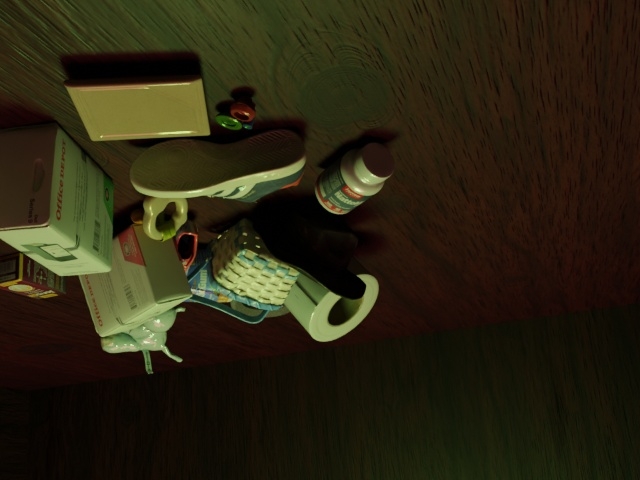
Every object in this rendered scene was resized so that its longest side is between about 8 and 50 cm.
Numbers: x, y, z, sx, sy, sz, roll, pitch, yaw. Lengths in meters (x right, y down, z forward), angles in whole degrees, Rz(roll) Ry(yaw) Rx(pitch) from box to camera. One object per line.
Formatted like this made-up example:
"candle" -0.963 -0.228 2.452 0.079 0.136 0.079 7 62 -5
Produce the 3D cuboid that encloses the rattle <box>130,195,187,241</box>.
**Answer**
"rattle" -0.386 -0.101 1.691 0.130 0.143 0.200 -34 147 -11

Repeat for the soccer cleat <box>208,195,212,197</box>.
"soccer cleat" -0.236 -0.117 1.684 0.035 0.029 0.083 7 163 -43

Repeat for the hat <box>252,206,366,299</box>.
"hat" 0.000 0.000 1.859 0.331 0.331 0.134 18 109 -49

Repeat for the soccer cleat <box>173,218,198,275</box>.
"soccer cleat" -0.362 0.062 1.886 0.083 0.248 0.095 6 -158 -28

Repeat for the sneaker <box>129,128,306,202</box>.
"sneaker" -0.199 -0.127 1.501 0.349 0.131 0.148 -5 157 0

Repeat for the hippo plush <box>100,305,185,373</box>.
"hippo plush" -0.569 0.257 2.355 0.234 0.294 0.236 -19 163 -35

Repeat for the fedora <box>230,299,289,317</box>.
"fedora" -0.157 0.126 2.264 0.243 0.124 0.275 -3 153 -14

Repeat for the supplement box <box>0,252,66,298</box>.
"supplement box" -0.821 0.103 2.101 0.104 0.081 0.188 -12 160 20

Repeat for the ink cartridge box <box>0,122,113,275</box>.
"ink cartridge box" -0.518 -0.072 1.465 0.121 0.211 0.289 -5 160 5

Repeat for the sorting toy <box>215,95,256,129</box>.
"sorting toy" -0.146 -0.235 1.355 0.061 0.042 0.102 26 160 -29

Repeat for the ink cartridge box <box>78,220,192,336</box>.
"ink cartridge box" -0.472 0.099 1.868 0.283 0.207 0.117 -28 168 41

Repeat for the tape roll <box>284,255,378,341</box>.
"tape roll" 0.022 0.143 2.121 0.246 0.169 0.246 -27 142 -24

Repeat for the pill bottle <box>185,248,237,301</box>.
"pill bottle" -0.380 0.097 2.085 0.271 0.152 0.152 1 160 -20

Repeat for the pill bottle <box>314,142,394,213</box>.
"pill bottle" 0.074 -0.135 1.586 0.107 0.108 0.180 6 158 -29

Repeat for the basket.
"basket" -0.198 0.097 1.974 0.254 0.201 0.289 25 122 -29

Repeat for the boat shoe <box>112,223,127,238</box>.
"boat shoe" -0.528 -0.024 1.862 0.040 0.049 0.142 -20 163 24

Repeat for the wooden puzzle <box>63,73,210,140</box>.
"wooden puzzle" -0.311 -0.236 1.304 0.220 0.044 0.239 -3 166 -5
